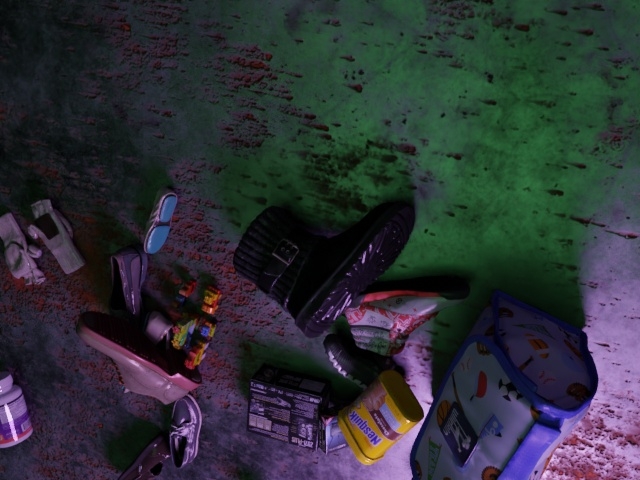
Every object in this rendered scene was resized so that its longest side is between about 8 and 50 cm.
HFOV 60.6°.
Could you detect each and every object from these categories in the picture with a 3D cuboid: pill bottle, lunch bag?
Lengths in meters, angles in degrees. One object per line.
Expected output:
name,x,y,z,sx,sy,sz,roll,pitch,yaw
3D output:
pill bottle,-0.906,0.481,1.569,0.108,0.108,0.193,-4,103,19
lunch bag,0.321,0.313,0.982,0.239,0.385,0.327,24,112,10

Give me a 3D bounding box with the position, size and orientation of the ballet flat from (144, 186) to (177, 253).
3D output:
ballet flat,-0.381,-0.049,1.293,0.052,0.057,0.168,40,112,34

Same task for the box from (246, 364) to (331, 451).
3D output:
box,-0.075,0.394,1.296,0.180,0.077,0.147,9,107,15

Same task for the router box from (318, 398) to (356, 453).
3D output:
router box,0.055,0.420,1.244,0.038,0.123,0.092,27,122,58

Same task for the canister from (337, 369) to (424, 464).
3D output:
canister,0.122,0.362,1.128,0.170,0.073,0.126,-55,54,32

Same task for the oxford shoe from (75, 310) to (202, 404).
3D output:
oxford shoe,-0.437,0.290,1.271,0.130,0.123,0.348,-42,124,5

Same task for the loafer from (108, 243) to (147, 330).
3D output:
loafer,-0.491,0.139,1.348,0.096,0.084,0.267,18,107,25

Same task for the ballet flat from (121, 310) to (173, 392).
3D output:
ballet flat,-0.433,0.294,1.387,0.086,0.086,0.248,28,110,9

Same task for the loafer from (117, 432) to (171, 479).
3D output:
loafer,-0.475,0.620,1.484,0.078,0.080,0.220,41,113,4

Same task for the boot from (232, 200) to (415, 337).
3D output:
boot,-0.002,-0.001,1.138,0.348,0.131,0.260,-46,59,-2

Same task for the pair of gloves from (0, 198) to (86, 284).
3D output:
pair of gloves,-0.741,0.010,1.422,0.240,0.042,0.204,-16,100,22

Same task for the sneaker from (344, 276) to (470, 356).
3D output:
sneaker,0.184,0.161,1.144,0.270,0.090,0.145,-7,104,23

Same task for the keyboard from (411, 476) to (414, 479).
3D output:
keyboard,0.240,0.560,1.217,0.100,0.038,0.192,10,80,23

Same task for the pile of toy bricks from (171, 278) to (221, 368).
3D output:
pile of toy bricks,-0.317,0.203,1.305,0.118,0.105,0.212,23,110,11

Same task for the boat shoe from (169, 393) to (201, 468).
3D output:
boat shoe,-0.357,0.495,1.421,0.075,0.065,0.206,8,107,16

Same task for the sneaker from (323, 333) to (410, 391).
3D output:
sneaker,0.110,0.279,1.209,0.106,0.078,0.234,-42,94,20
